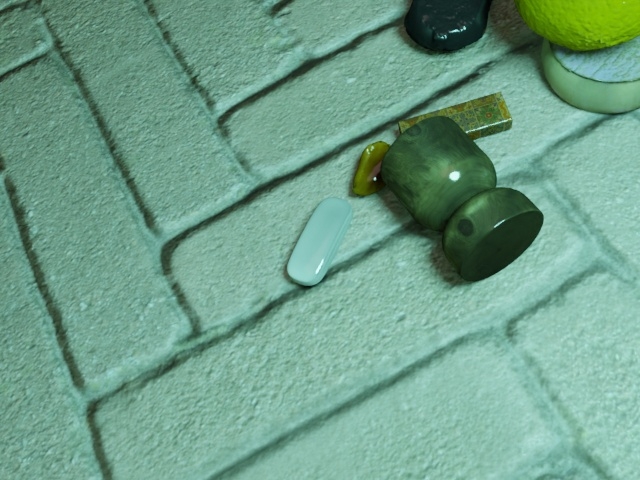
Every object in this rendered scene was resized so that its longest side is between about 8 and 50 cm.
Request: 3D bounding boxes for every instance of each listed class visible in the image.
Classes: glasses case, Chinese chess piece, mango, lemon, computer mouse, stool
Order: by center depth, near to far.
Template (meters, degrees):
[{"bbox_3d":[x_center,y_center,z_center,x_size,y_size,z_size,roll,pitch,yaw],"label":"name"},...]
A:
[{"bbox_3d":[0.252,-0.080,1.294,0.179,0.179,0.264,-32,59,-5],"label":"stool"},{"bbox_3d":[0.489,-0.486,1.295,0.322,0.268,0.268,15,64,43],"label":"lemon"},{"bbox_3d":[0.000,0.000,1.385,0.074,0.049,0.193,18,66,22],"label":"glasses case"},{"bbox_3d":[0.585,-0.384,1.423,0.270,0.112,0.269,-6,61,11],"label":"Chinese chess piece"},{"bbox_3d":[0.110,-0.141,1.431,0.077,0.063,0.127,25,75,19],"label":"mango"},{"bbox_3d":[0.274,-0.234,1.450,0.218,0.049,0.075,-16,65,5],"label":"glasses case"},{"bbox_3d":[0.298,-0.553,1.586,0.183,0.116,0.323,11,71,18],"label":"computer mouse"}]
